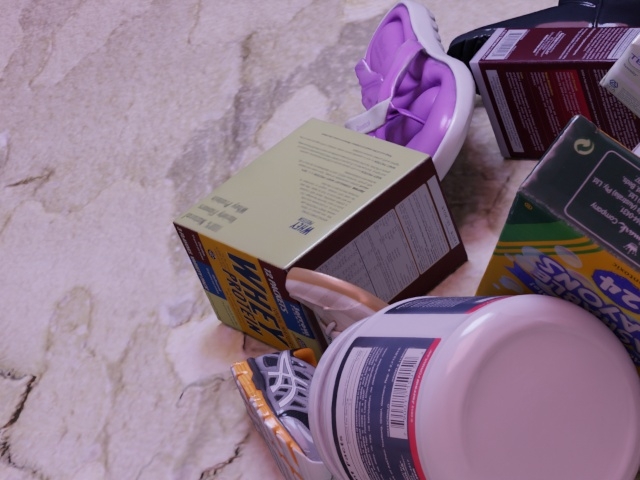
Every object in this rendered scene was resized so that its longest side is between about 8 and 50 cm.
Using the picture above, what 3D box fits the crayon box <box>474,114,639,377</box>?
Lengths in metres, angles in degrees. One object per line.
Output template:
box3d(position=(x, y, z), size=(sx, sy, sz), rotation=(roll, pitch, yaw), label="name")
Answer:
box3d(position=(0.236, 0.045, 1.454), size=(0.203, 0.323, 0.083), rotation=(36, 74, 9), label="crayon box")

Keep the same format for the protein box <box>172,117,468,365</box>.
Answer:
box3d(position=(0.000, 0.000, 1.882), size=(0.201, 0.136, 0.200), rotation=(-38, 34, -24), label="protein box")

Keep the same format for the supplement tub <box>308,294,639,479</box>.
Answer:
box3d(position=(0.117, 0.140, 1.473), size=(0.191, 0.191, 0.272), rotation=(-36, 11, -19), label="supplement tub")

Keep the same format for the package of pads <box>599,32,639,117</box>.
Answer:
box3d(position=(0.447, -0.178, 1.783), size=(0.296, 0.229, 0.101), rotation=(-45, -7, -31), label="package of pads")

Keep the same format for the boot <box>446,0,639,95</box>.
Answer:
box3d(position=(0.283, -0.261, 2.130), size=(0.246, 0.094, 0.207), rotation=(-2, 40, 20), label="boot")

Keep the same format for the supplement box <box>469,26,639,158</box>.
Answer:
box3d(position=(0.289, -0.154, 1.932), size=(0.239, 0.130, 0.073), rotation=(5, 41, 37), label="supplement box")

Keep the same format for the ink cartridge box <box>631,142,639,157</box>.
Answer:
box3d(position=(0.328, 0.014, 1.600), size=(0.128, 0.176, 0.127), rotation=(9, 44, 42), label="ink cartridge box")

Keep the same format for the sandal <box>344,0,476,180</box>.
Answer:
box3d(position=(0.075, -0.161, 2.052), size=(0.169, 0.102, 0.416), rotation=(-63, 15, 18), label="sandal")

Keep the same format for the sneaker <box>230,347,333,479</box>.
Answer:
box3d(position=(-0.021, 0.157, 1.710), size=(0.083, 0.084, 0.215), rotation=(-22, 30, -7), label="sneaker")

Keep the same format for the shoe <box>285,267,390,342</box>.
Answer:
box3d(position=(0.055, 0.094, 1.698), size=(0.219, 0.076, 0.058), rotation=(29, 78, 14), label="shoe")
